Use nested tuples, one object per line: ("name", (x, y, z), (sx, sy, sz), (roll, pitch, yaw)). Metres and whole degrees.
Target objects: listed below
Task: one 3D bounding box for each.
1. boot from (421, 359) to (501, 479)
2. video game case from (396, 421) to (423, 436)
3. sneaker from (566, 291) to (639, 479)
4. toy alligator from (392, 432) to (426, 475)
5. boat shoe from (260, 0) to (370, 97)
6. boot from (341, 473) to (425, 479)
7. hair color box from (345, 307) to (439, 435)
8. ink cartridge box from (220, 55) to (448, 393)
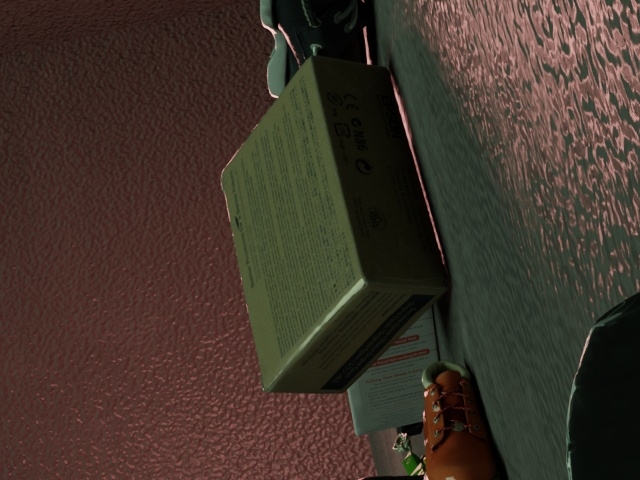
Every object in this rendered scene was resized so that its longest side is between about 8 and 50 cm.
("boot", (0.105, 0.150, 1.387), (0.158, 0.059, 0.084), (-107, 10, -74))
("video game case", (0.073, 0.069, 1.953), (0.248, 0.035, 0.275), (88, 170, -76))
("sneaker", (0.123, 0.101, 0.593), (0.077, 0.072, 0.178), (-35, -61, -81))
("toy alligator", (0.114, 0.252, 1.808), (0.051, 0.056, 0.189), (36, -171, -14))
("boat shoe", (0.001, -0.214, 1.598), (0.302, 0.091, 0.114), (80, -156, -72))
("boot", (0.088, 0.282, 1.415), (0.077, 0.137, 0.198), (75, -176, -87))
("hair color box", (0.063, 0.103, 1.666), (0.053, 0.093, 0.167), (-106, 5, -49))
("ink cartridge box", (0.006, -0.011, 1.527), (0.193, 0.088, 0.234), (-49, 45, 47))
